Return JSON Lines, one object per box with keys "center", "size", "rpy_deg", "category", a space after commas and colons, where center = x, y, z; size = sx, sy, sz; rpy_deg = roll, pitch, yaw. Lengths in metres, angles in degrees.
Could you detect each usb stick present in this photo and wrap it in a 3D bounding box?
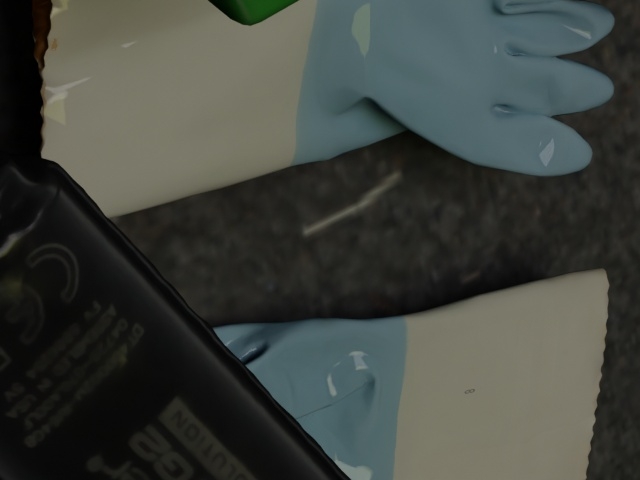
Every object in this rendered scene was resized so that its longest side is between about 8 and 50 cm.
{"center": [-0.032, 0.083, 0.578], "size": [0.077, 0.045, 0.278], "rpy_deg": [-45, 127, -7], "category": "usb stick"}

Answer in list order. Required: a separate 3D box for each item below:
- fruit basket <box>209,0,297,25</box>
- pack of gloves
{"center": [0.040, -0.262, 0.391], "size": [0.392, 0.283, 0.392], "rpy_deg": [-40, 158, -20], "category": "fruit basket"}
{"center": [0.000, 0.000, 0.634], "size": [0.232, 0.046, 0.195], "rpy_deg": [-6, 109, -36], "category": "pack of gloves"}
